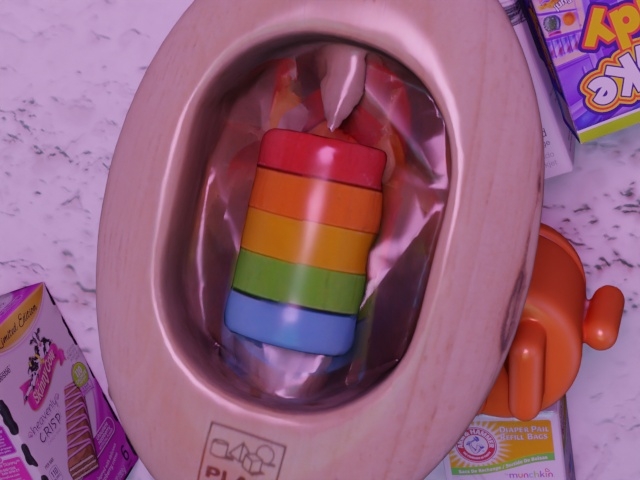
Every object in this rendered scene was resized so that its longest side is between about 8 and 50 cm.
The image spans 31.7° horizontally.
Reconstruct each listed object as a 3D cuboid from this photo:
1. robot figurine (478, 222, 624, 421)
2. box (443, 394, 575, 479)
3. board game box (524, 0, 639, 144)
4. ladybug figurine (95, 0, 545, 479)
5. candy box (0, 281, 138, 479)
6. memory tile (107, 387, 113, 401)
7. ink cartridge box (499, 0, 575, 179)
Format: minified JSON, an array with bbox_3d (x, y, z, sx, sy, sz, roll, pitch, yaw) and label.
[{"bbox_3d":[0.155,0.060,0.942,0.158,0.219,0.128,-36,103,28],"label":"robot figurine"},{"bbox_3d":[0.183,0.221,1.077,0.114,0.103,0.203,-4,114,16],"label":"box"},{"bbox_3d":[0.308,-0.243,0.798,0.347,0.078,0.233,-21,108,9],"label":"board game box"},{"bbox_3d":[0.000,0.000,0.819,0.305,0.162,0.449,17,95,10],"label":"ladybug figurine"},{"bbox_3d":[-0.289,0.182,1.152,0.071,0.159,0.233,-18,109,20],"label":"candy box"},{"bbox_3d":[-0.152,0.139,1.178,0.113,0.012,0.148,30,118,-1],"label":"memory tile"},{"bbox_3d":[0.091,-0.154,0.925,0.172,0.100,0.237,-17,109,21],"label":"ink cartridge box"}]
